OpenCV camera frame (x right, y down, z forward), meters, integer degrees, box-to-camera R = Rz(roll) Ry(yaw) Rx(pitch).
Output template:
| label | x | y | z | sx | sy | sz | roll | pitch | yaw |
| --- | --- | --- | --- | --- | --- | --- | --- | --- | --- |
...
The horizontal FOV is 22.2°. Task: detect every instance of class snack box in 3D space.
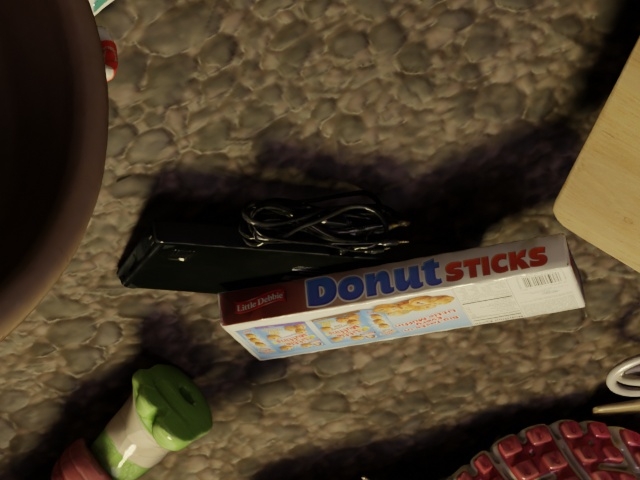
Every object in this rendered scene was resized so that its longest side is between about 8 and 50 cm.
| label | x | y | z | sx | sy | sz | roll | pitch | yaw |
| --- | --- | --- | --- | --- | --- | --- | --- | --- | --- |
| snack box | 0.042 | 0.031 | 0.832 | 0.178 | 0.022 | 0.064 | -10 | 158 | 13 |

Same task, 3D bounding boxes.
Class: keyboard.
| label | x | y | z | sx | sy | sz | roll | pitch | yaw |
| --- | --- | --- | --- | --- | --- | --- | --- | --- | --- |
| keyboard | 0.000 | 0.000 | 0.830 | 0.192 | 0.038 | 0.100 | 4 | 158 | -24 |

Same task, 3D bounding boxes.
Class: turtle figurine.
| label | x | y | z | sx | sy | sz | roll | pitch | yaw |
| --- | --- | --- | --- | --- | --- | --- | --- | --- | --- |
| turtle figurine | -0.166 | 0.194 | 0.857 | 0.266 | 0.198 | 0.275 | -37 | 139 | 15 |

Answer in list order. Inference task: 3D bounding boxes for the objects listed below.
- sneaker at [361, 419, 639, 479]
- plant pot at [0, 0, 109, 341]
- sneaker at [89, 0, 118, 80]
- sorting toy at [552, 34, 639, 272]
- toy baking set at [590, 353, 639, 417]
| label | x | y | z | sx | sy | sz | roll | pitch | yaw |
| --- | --- | --- | --- | --- | --- | --- | --- | --- | --- |
| sneaker | 0.086 | 0.190 | 1.012 | 0.299 | 0.121 | 0.112 | -12 | 168 | -6 |
| plant pot | -0.239 | -0.029 | 0.575 | 0.263 | 0.263 | 0.229 | 16 | 147 | -31 |
| sneaker | -0.128 | -0.069 | 0.682 | 0.075 | 0.057 | 0.161 | 19 | 125 | -27 |
| sorting toy | 0.272 | -0.056 | 0.712 | 0.257 | 0.089 | 0.255 | 32 | 130 | 13 |
| toy baking set | 0.277 | 0.060 | 0.934 | 0.197 | 0.030 | 0.256 | 0 | 163 | -27 |
